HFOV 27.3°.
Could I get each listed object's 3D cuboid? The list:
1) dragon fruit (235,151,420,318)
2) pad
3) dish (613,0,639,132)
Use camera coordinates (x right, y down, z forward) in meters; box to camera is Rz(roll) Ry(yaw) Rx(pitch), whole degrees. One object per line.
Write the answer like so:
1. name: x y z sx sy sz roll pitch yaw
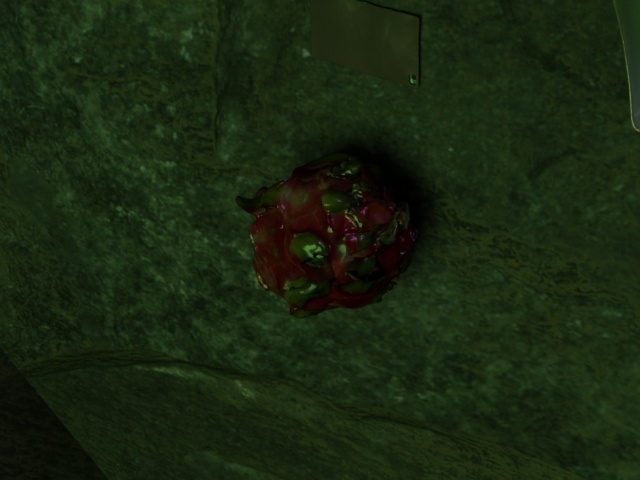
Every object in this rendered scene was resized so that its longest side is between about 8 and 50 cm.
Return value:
1. dragon fruit: 0.011 -0.002 1.981 0.302 0.237 0.231 -42 68 57
2. pad: 0.062 -0.291 1.891 0.187 0.006 0.113 20 131 29
3. dish: 0.440 -0.237 1.574 0.151 0.077 0.212 3 121 35
